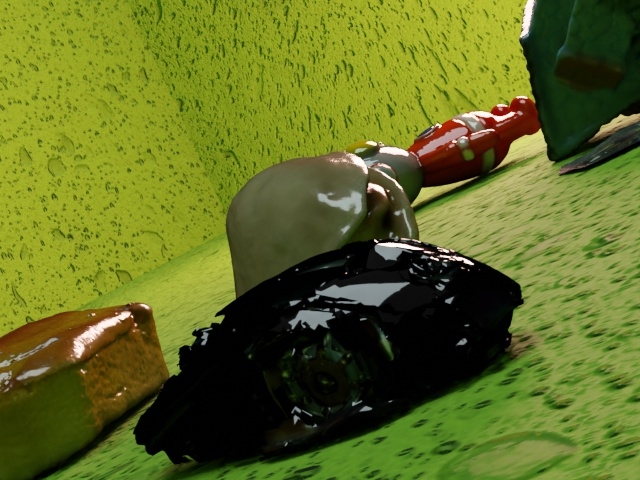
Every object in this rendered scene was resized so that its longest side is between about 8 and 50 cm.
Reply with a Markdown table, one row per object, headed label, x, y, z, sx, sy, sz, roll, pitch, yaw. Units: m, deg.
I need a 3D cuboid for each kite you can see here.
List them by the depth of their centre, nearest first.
| label | x | y | z | sx | sy | sz | roll | pitch | yaw |
| --- | --- | --- | --- | --- | --- | --- | --- | --- | --- |
| kite | 0.340 | -0.119 | 1.349 | 0.245 | 0.015 | 0.141 | -25 | 6 | 1 |

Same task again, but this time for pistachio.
| label | x | y | z | sx | sy | sz | roll | pitch | yaw |
| --- | --- | --- | --- | --- | --- | --- | --- | --- | --- |
| pistachio | 0.000 | 0.000 | 1.064 | 0.152 | 0.126 | 0.223 | -61 | 21 | -15 |

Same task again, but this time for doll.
| label | x | y | z | sx | sy | sz | roll | pitch | yaw |
| --- | --- | --- | --- | --- | --- | --- | --- | --- | --- |
| doll | 0.112 | -0.096 | 1.759 | 0.336 | 0.105 | 0.200 | -25 | 4 | -12 |

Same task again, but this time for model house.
| label | x | y | z | sx | sy | sz | roll | pitch | yaw |
| --- | --- | --- | --- | --- | --- | --- | --- | --- | --- |
| model house | 0.323 | -0.193 | 1.543 | 0.226 | 0.241 | 0.261 | 19 | 25 | 5 |

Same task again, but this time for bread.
| label | x | y | z | sx | sy | sz | roll | pitch | yaw |
| --- | --- | --- | --- | --- | --- | --- | --- | --- | --- |
| bread | -0.186 | 0.102 | 1.033 | 0.102 | 0.094 | 0.245 | -18 | 5 | 15 |

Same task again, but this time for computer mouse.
| label | x | y | z | sx | sy | sz | roll | pitch | yaw |
| --- | --- | --- | --- | --- | --- | --- | --- | --- | --- |
| computer mouse | -0.005 | 0.051 | 0.710 | 0.242 | 0.077 | 0.146 | -22 | 3 | 33 |
